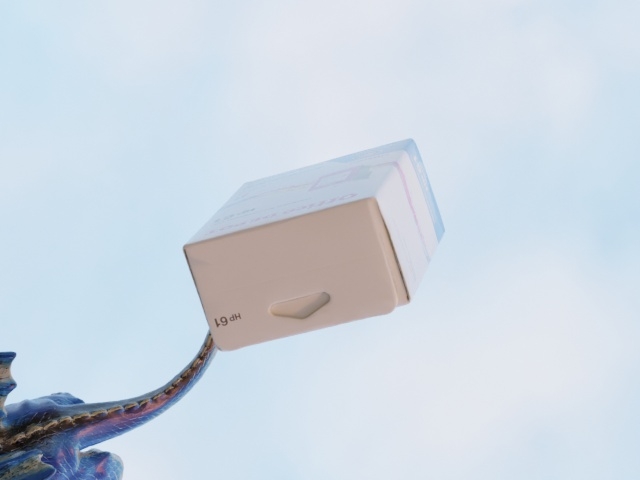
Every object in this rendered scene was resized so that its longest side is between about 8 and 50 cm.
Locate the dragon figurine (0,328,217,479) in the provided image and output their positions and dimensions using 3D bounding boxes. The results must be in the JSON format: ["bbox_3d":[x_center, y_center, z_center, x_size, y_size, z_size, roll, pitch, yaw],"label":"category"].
[{"bbox_3d":[-0.183,0.117,1.099,0.289,0.144,0.085,-28,-112,9],"label":"dragon figurine"}]

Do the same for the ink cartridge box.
[{"bbox_3d":[0.000,0.000,0.872,0.088,0.122,0.052,-15,-78,14],"label":"ink cartridge box"}]
